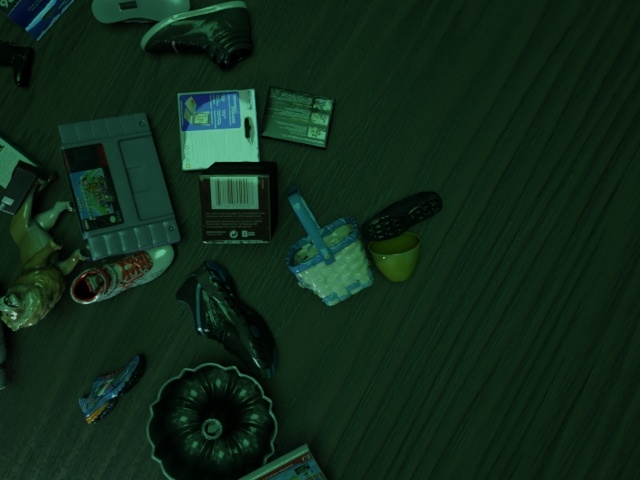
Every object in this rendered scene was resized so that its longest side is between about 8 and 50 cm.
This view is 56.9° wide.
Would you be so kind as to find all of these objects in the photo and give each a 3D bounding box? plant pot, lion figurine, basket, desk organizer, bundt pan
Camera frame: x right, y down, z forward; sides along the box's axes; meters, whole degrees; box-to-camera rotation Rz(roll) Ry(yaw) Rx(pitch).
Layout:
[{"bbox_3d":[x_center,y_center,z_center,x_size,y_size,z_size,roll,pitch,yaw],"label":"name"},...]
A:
[{"bbox_3d":[0.195,0.049,1.516,0.134,0.134,0.095,-10,113,1],"label":"plant pot"},{"bbox_3d":[-0.725,0.020,1.509,0.240,0.142,0.392,-39,50,20],"label":"lion figurine"},{"bbox_3d":[0.000,0.000,1.449,0.201,0.255,0.289,-26,101,3],"label":"basket"},{"bbox_3d":[-0.767,-0.134,1.490,0.047,0.050,0.130,25,113,-36],"label":"desk organizer"},{"bbox_3d":[-0.267,0.465,1.518,0.330,0.124,0.331,0,91,1],"label":"bundt pan"}]

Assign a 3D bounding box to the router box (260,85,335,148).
[{"bbox_3d":[-0.060,-0.322,1.554,0.178,0.046,0.133,12,91,2],"label":"router box"}]

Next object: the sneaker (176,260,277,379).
[{"bbox_3d":[-0.239,0.222,1.535,0.139,0.125,0.341,-36,83,16],"label":"sneaker"}]

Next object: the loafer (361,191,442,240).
[{"bbox_3d":[0.207,-0.064,1.532,0.223,0.078,0.076,-25,114,-4],"label":"loafer"}]

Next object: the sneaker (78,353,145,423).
[{"bbox_3d":[-0.551,0.377,1.549,0.087,0.083,0.221,43,87,9],"label":"sneaker"}]

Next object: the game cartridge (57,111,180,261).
[{"bbox_3d":[-0.514,-0.141,1.503,0.230,0.068,0.355,-14,84,-27],"label":"game cartridge"}]

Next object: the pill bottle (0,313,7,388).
[{"bbox_3d":[-0.902,0.252,1.516,0.160,0.160,0.283,-9,89,1],"label":"pill bottle"}]

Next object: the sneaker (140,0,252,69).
[{"bbox_3d":[-0.311,-0.506,1.530,0.295,0.104,0.147,-19,84,-3],"label":"sneaker"}]

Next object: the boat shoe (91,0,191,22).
[{"bbox_3d":[-0.461,-0.619,1.545,0.258,0.084,0.095,1,114,3],"label":"boat shoe"}]

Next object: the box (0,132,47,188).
[{"bbox_3d":[-0.861,-0.228,1.566,0.244,0.060,0.100,38,90,1],"label":"box"}]

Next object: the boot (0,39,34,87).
[{"bbox_3d":[-0.828,-0.472,1.574,0.099,0.045,0.121,10,83,-1],"label":"boot"}]

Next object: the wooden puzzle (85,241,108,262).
[{"bbox_3d":[-0.584,0.012,1.582,0.078,0.014,0.116,35,91,1],"label":"wooden puzzle"}]

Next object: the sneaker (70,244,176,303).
[{"bbox_3d":[-0.504,0.084,1.514,0.270,0.145,0.090,-27,90,1],"label":"sneaker"}]

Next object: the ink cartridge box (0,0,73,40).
[{"bbox_3d":[-0.832,-0.705,1.568,0.332,0.065,0.165,41,90,0],"label":"ink cartridge box"}]

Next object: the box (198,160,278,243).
[{"bbox_3d":[-0.196,-0.099,1.461,0.168,0.203,0.167,0,106,2],"label":"box"}]

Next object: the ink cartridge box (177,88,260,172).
[{"bbox_3d":[-0.266,-0.289,1.559,0.208,0.045,0.206,-3,91,2],"label":"ink cartridge box"}]

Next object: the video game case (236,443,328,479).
[{"bbox_3d":[-0.066,0.663,1.495,0.204,0.025,0.285,-27,115,-3],"label":"video game case"}]
